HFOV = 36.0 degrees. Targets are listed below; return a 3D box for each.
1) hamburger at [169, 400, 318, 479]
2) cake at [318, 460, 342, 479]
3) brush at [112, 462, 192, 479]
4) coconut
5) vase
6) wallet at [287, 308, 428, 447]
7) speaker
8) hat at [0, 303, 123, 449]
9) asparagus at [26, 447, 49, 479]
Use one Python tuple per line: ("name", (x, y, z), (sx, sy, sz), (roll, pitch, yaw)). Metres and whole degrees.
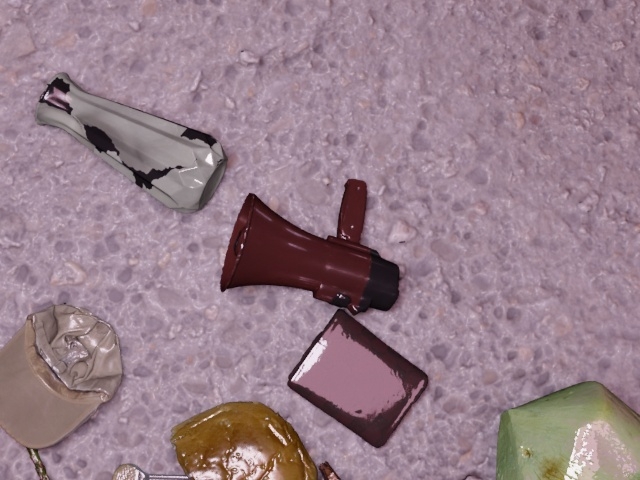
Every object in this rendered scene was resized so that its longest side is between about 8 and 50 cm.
("hamburger", (-0.121, 0.425, 1.798), (0.211, 0.132, 0.309), (-33, 79, -14))
("cake", (0.066, 0.541, 1.806), (0.113, 0.116, 0.295), (-28, 87, -9))
("brush", (-0.257, 0.451, 1.846), (0.266, 0.027, 0.062), (2, 74, -4))
("coconut", (0.459, 0.408, 1.782), (0.328, 0.281, 0.328), (7, 114, 15))
("vase", (-0.361, -0.192, 1.886), (0.360, 0.165, 0.165), (28, 80, 5))
("wallet", (0.073, 0.267, 1.890), (0.229, 0.049, 0.182), (36, 80, 0))
("speaker", (-0.017, 0.013, 1.903), (0.329, 0.198, 0.259), (13, 40, -16))
("hat", (-0.498, 0.247, 1.839), (0.245, 0.149, 0.214), (-40, 93, 19))
("asparagus", (-0.552, 0.371, 1.841), (0.025, 0.024, 0.248), (-31, 82, 35))
